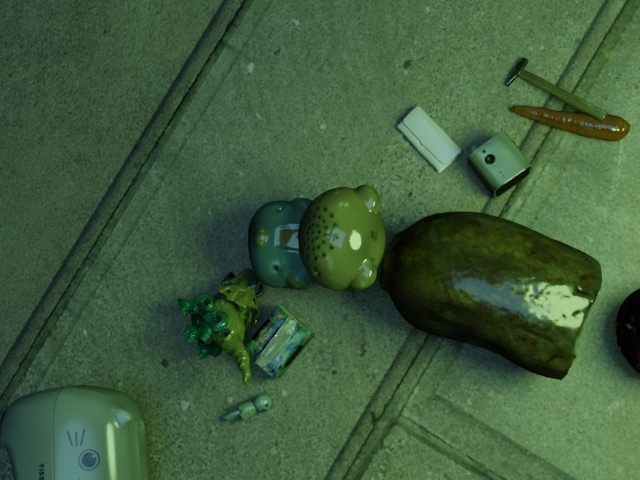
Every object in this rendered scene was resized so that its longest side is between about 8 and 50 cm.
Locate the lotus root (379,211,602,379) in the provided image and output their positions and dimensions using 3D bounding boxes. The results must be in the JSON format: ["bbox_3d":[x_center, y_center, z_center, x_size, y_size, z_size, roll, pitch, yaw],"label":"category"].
[{"bbox_3d":[0.278,0.077,1.436,0.345,0.250,0.251,17,84,15],"label":"lotus root"}]

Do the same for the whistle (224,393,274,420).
[{"bbox_3d":[-0.130,0.310,1.574,0.100,0.035,0.035,-24,77,8],"label":"whistle"}]

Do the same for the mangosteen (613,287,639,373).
[{"bbox_3d":[0.580,0.152,1.404,0.183,0.172,0.173,5,81,-8],"label":"mangosteen"}]

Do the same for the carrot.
[{"bbox_3d":[0.449,-0.218,1.550,0.216,0.048,0.048,13,83,17],"label":"carrot"}]

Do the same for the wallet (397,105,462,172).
[{"bbox_3d":[0.204,-0.190,1.599,0.061,0.025,0.122,-43,76,8],"label":"wallet"}]

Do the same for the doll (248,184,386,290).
[{"bbox_3d":[0.000,0.000,1.489,0.260,0.161,0.177,-3,77,43],"label":"doll"}]

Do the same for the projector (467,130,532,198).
[{"bbox_3d":[0.322,-0.136,1.536,0.083,0.083,0.082,-36,76,3],"label":"projector"}]

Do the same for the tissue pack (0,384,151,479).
[{"bbox_3d":[-0.414,0.424,1.507,0.235,0.229,0.333,-7,80,10],"label":"tissue pack"}]

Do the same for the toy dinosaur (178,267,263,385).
[{"bbox_3d":[-0.174,0.164,1.550,0.153,0.094,0.259,-18,47,11],"label":"toy dinosaur"}]

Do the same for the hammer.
[{"bbox_3d":[0.430,-0.266,1.550,0.199,0.013,0.062,37,89,29],"label":"hammer"}]

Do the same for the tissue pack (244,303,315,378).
[{"bbox_3d":[-0.078,0.185,1.561,0.085,0.079,0.111,40,89,14],"label":"tissue pack"}]
